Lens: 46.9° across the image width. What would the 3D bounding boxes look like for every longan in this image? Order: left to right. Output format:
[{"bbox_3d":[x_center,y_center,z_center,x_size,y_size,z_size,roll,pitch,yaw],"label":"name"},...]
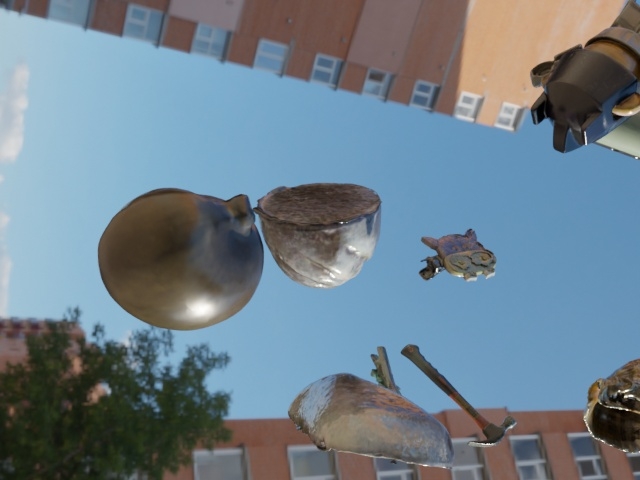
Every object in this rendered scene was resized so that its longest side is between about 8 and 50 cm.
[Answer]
[{"bbox_3d":[-0.231,0.027,1.284,0.300,0.300,0.243,-51,-123,43],"label":"longan"}]

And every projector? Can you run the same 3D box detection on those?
[{"bbox_3d":[0.666,-0.187,1.399,0.108,0.338,0.108,21,90,-85],"label":"projector"}]

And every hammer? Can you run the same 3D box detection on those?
[{"bbox_3d":[0.292,0.337,1.633,0.287,0.111,0.033,45,-19,17],"label":"hammer"}]

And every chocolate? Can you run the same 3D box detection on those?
[{"bbox_3d":[0.000,0.000,1.740,0.303,0.303,0.212,33,-49,57],"label":"chocolate"},{"bbox_3d":[0.068,0.256,1.080,0.303,0.185,0.100,176,-72,-76],"label":"chocolate"}]

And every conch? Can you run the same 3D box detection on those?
[{"bbox_3d":[0.615,0.289,1.371,0.210,0.292,0.158,-50,-160,53],"label":"conch"}]

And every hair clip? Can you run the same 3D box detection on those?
[{"bbox_3d":[0.126,0.260,1.338,0.173,0.049,0.049,-111,-141,-58],"label":"hair clip"},{"bbox_3d":[0.307,0.040,1.655,0.146,0.187,0.056,56,-26,38],"label":"hair clip"}]

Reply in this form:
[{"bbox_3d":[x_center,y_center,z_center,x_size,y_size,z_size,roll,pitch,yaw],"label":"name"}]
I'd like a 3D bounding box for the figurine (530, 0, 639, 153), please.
[{"bbox_3d":[0.483,-0.278,1.247,0.309,0.143,0.308,-32,-160,13],"label":"figurine"}]
